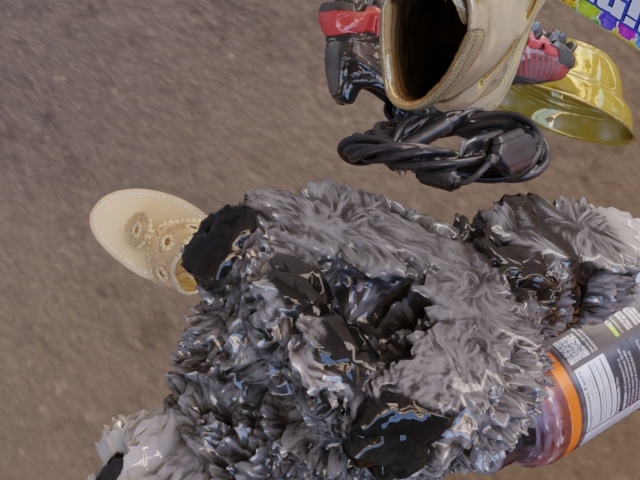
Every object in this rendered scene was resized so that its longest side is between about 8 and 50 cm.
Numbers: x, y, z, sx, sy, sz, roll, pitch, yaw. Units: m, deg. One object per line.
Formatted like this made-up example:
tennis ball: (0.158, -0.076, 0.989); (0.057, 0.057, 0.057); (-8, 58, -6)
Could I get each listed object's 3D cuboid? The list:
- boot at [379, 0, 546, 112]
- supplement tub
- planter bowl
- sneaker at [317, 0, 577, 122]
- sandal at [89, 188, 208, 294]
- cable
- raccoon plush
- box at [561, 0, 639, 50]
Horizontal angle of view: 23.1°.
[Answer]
boot: (0.133, -0.232, 1.344); (0.203, 0.095, 0.262); (-8, 119, -68)
supplement tub: (0.181, 0.105, 1.199); (0.198, 0.106, 0.106); (-25, 117, -33)
planter bowl: (0.315, -0.203, 2.013); (0.217, 0.217, 0.090); (24, 82, -30)
sneaker: (0.129, -0.177, 1.631); (0.276, 0.097, 0.135); (5, 94, -9)
sandal: (-0.117, 0.016, 1.510); (0.240, 0.079, 0.088); (33, 80, 4)
cable: (0.101, -0.072, 1.243); (0.184, 0.150, 0.047); (-27, 118, -59)
raccoon plush: (0.040, 0.142, 1.040); (0.446, 0.216, 0.299); (2, 132, -37)
box: (0.227, -0.254, 0.868); (0.177, 0.290, 0.279); (-48, 163, -23)
